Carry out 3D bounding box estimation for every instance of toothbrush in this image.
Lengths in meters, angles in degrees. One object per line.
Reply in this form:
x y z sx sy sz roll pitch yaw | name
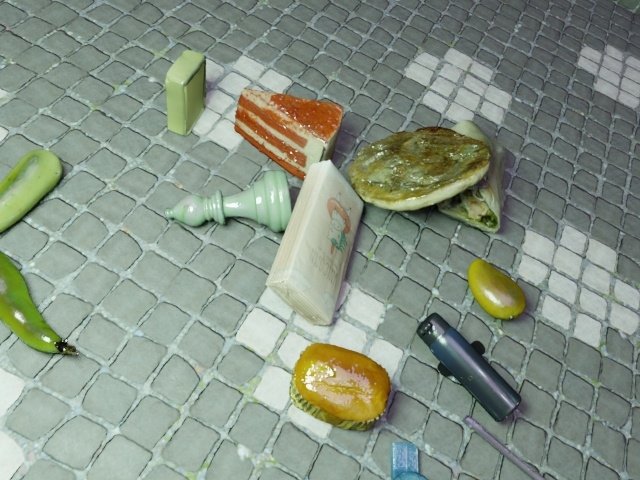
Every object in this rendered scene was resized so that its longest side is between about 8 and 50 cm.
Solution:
0.421 0.467 1.018 0.354 0.024 0.029 39 65 10 | toothbrush

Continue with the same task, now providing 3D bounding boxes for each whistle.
0.161 0.433 0.931 0.090 0.090 0.158 10 57 -9 | whistle

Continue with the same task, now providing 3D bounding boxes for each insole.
0.305 0.254 1.135 0.135 0.002 0.045 -25 69 -27 | insole

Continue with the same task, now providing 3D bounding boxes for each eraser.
-0.319 -0.348 1.247 0.058 0.172 0.117 22 56 1 | eraser

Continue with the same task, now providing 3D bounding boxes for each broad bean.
-0.551 0.117 0.956 0.325 0.067 0.075 43 87 11 | broad bean

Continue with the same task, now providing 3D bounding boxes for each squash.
-0.619 -0.090 1.059 0.083 0.083 0.250 29 59 4 | squash

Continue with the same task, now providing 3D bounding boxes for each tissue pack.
0.000 0.000 1.126 0.170 0.071 0.325 50 44 -37 | tissue pack

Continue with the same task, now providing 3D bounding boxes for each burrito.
0.404 -0.194 1.376 0.190 0.135 0.332 17 52 4 | burrito

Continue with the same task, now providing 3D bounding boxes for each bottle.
0.301 0.255 1.089 0.244 0.072 0.082 47 22 14 | bottle

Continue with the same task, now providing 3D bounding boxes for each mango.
0.399 0.112 1.209 0.103 0.076 0.161 -24 64 -22 | mango

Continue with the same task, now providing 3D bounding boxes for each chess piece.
-0.201 -0.072 1.148 0.271 0.139 0.139 -8 60 -6 | chess piece

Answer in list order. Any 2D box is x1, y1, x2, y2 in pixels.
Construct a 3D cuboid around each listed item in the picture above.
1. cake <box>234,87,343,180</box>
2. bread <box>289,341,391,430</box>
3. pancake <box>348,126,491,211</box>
-0.063 -0.288 1.290 0.262 0.158 0.159 37 52 11 | cake
0.038 0.273 0.989 0.190 0.114 0.132 17 57 2 | bread
0.231 -0.183 1.273 0.356 0.065 0.356 -10 35 7 | pancake
